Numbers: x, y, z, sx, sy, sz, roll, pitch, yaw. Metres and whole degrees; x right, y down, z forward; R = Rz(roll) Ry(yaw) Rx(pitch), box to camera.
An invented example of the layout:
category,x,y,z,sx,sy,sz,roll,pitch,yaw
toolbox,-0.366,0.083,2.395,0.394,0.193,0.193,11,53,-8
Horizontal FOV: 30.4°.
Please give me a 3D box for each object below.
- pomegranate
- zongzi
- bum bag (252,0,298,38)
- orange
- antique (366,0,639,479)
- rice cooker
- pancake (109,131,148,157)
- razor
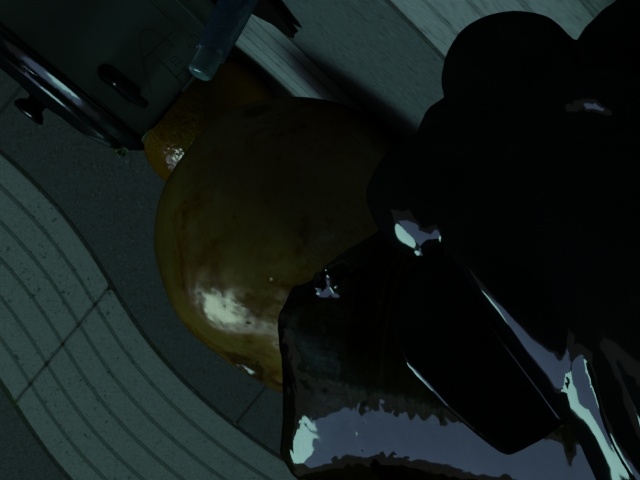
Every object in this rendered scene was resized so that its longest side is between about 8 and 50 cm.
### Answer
category,x,y,z,sx,sy,sz,roll,pitch,yaw
pomegranate,0.000,0.000,1.247,0.338,0.338,0.338,39,178,2
zongzi,0.239,0.072,0.848,0.403,0.208,0.432,8,-165,36
bum bag,-0.085,-0.235,1.036,0.109,0.026,0.159,37,177,30
orange,-0.140,-0.148,1.547,0.206,0.206,0.206,39,178,2
antique,0.171,0.036,0.482,0.255,0.185,0.322,31,-177,-43
rice cooker,-0.245,-0.222,1.268,0.280,0.227,0.241,36,176,45
pancake,-0.247,-0.232,1.496,0.037,0.254,0.253,-1,-165,-22
razor,-0.036,-0.147,0.646,0.040,0.135,0.068,14,163,36
